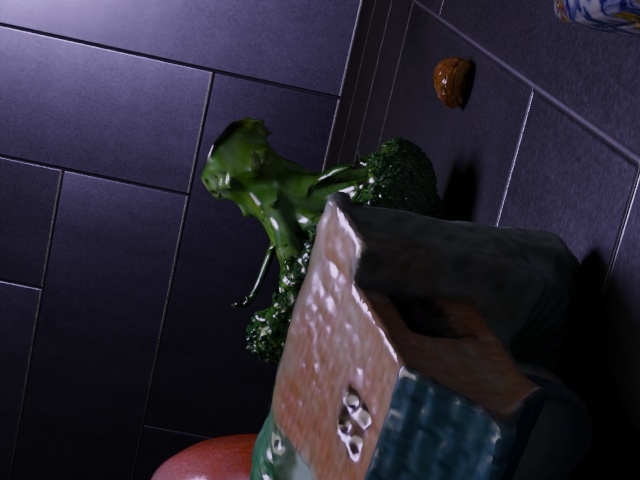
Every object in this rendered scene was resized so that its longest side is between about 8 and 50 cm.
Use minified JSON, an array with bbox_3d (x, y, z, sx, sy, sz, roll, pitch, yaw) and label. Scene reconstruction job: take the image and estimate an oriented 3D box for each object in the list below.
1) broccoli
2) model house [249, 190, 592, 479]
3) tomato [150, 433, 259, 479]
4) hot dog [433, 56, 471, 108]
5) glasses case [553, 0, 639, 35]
[{"bbox_3d":[0.000,0.000,1.339,0.297,0.297,0.297,-50,-15,-19],"label":"broccoli"},{"bbox_3d":[0.094,0.165,0.730,0.325,0.194,0.267,-118,40,-60],"label":"model house"},{"bbox_3d":[-0.099,0.404,1.517,0.341,0.272,0.342,-168,90,-85],"label":"tomato"},{"bbox_3d":[0.154,-0.186,1.407,0.083,0.035,0.058,-96,18,-72],"label":"hot dog"},{"bbox_3d":[0.197,-0.175,0.753,0.248,0.065,0.087,-128,48,-82],"label":"glasses case"}]
